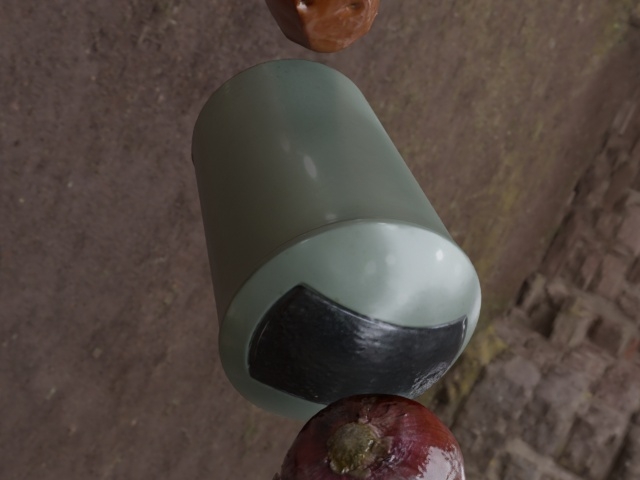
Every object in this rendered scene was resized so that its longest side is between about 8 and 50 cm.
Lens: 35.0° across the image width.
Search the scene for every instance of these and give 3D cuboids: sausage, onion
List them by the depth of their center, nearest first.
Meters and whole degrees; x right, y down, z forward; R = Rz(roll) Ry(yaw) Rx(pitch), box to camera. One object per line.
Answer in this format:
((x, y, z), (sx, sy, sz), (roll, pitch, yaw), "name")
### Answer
((0.054, 0.222, 0.863), (0.159, 0.159, 0.195), (-53, 139, -23), "onion")
((-0.001, -0.334, 1.267), (0.153, 0.141, 0.268), (-22, 165, 1), "sausage")

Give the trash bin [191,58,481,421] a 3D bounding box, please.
((0.000, 0.000, 1.165), (0.280, 0.432, 0.280), (-8, 130, -10), "trash bin")
